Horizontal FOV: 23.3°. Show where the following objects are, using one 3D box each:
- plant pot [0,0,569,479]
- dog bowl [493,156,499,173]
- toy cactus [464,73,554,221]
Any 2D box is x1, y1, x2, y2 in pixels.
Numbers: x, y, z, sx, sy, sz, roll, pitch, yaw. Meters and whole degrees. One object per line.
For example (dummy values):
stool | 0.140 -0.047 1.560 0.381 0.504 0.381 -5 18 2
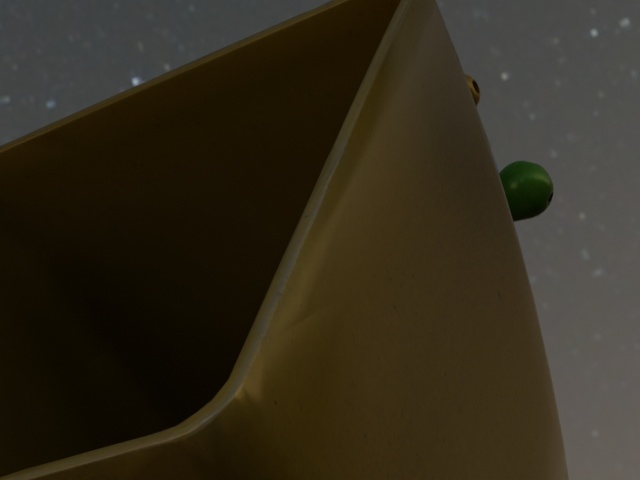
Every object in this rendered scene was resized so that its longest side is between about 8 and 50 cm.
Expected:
plant pot | -0.033 0.075 0.485 0.212 0.212 0.187 -19 -63 30
dog bowl | 0.046 -0.010 1.082 0.074 0.166 0.297 4 6 -16
toy cactus | 0.000 0.000 0.776 0.219 0.112 0.180 -11 -47 -14
